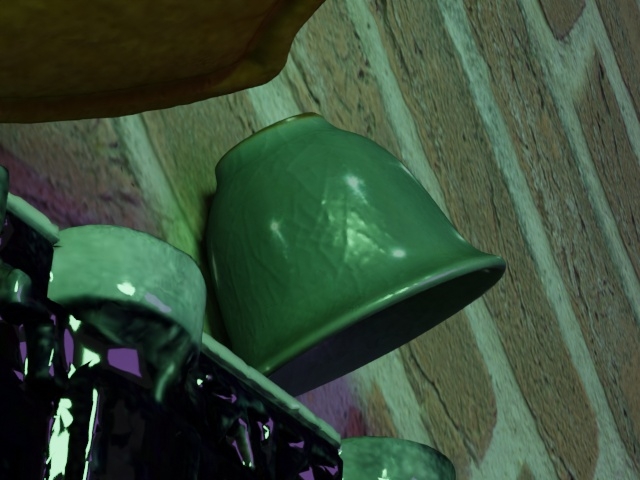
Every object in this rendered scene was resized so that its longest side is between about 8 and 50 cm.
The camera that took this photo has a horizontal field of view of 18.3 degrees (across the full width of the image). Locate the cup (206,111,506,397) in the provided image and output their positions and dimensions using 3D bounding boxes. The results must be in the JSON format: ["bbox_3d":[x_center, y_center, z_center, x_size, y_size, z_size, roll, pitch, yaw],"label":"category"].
[{"bbox_3d":[0.000,0.000,1.286,0.150,0.199,0.199,63,23,11],"label":"cup"}]

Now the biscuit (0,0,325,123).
[{"bbox_3d":[-0.122,-0.204,0.904,0.455,0.349,0.078,56,17,-53],"label":"biscuit"}]

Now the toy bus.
[{"bbox_3d":[-0.092,0.179,0.897,0.440,0.249,0.209,39,44,-44],"label":"toy bus"}]
